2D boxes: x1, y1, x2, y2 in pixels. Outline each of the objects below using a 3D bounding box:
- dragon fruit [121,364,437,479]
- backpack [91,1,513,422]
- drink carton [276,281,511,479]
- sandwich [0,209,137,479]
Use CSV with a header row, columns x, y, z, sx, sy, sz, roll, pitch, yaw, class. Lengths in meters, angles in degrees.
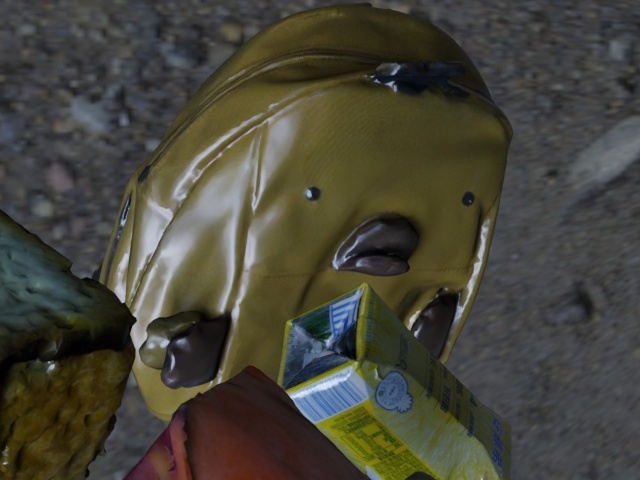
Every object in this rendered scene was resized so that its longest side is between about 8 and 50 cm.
x,y,z,sx,sy,sz,roll,pitch,yaw,class
-0.039,0.200,0.751,0.189,0.290,0.290,36,107,3,dragon fruit
-0.005,-0.003,1.560,0.201,0.353,0.378,47,130,43,backpack
0.060,0.116,1.111,0.074,0.084,0.200,-30,123,27,drink carton
-0.242,0.034,0.646,0.249,0.273,0.095,38,128,22,sandwich
